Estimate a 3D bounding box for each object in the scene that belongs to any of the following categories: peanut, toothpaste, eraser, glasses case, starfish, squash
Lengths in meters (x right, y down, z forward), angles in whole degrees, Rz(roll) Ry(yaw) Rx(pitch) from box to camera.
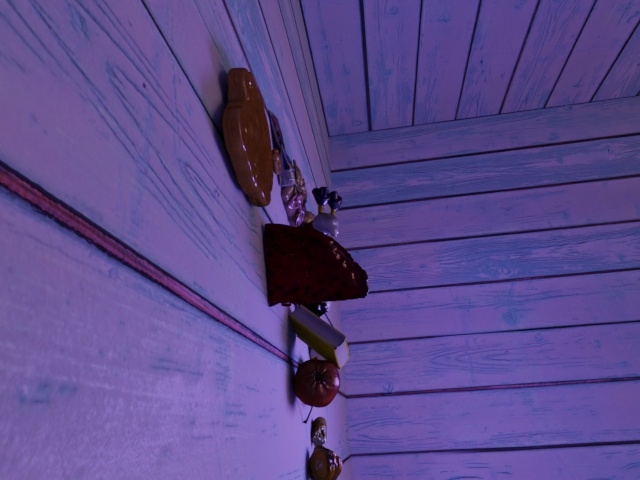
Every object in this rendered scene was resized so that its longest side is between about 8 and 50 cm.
[{"bbox_3d":[-0.058,-0.087,1.941,0.187,0.082,0.082,27,57,-81],"label":"peanut"},{"bbox_3d":[-0.141,-0.328,1.580,0.096,0.061,0.266,-36,113,-81],"label":"toothpaste"},{"bbox_3d":[-0.003,0.327,1.509,0.069,0.226,0.158,-43,143,-23],"label":"eraser"},{"bbox_3d":[-0.095,-0.125,1.675,0.193,0.070,0.102,77,11,-49],"label":"glasses case"},{"bbox_3d":[-0.096,-0.232,1.908,0.277,0.062,0.235,58,21,-66],"label":"starfish"},{"bbox_3d":[0.017,0.459,1.916,0.186,0.123,0.123,-68,151,-75],"label":"squash"}]

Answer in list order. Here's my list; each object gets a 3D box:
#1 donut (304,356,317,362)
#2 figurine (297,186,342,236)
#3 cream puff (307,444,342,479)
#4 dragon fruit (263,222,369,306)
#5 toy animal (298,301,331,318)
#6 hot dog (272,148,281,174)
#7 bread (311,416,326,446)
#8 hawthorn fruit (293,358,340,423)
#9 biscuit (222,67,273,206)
[{"bbox_3d":[-0.029,0.520,1.637,0.162,0.065,0.178,-97,179,-48],"label":"donut"},{"bbox_3d":[-0.001,-0.006,1.783,0.193,0.154,0.421,31,-71,49],"label":"figurine"},{"bbox_3d":[0.014,0.796,1.567,0.104,0.119,0.133,35,2,-33],"label":"cream puff"},{"bbox_3d":[-0.019,0.127,1.305,0.302,0.330,0.240,78,30,-56],"label":"dragon fruit"},{"bbox_3d":[-0.028,0.196,1.660,0.166,0.138,0.179,-122,-154,-65],"label":"toy animal"},{"bbox_3d":[-0.153,-0.261,1.456,0.133,0.041,0.056,88,-1,-70],"label":"hot dog"},{"bbox_3d":[-0.004,0.737,1.722,0.110,0.060,0.066,-80,178,-65],"label":"bread"},{"bbox_3d":[-0.014,0.521,1.495,0.165,0.165,0.285,-88,180,-51],"label":"hawthorn fruit"},{"bbox_3d":[-0.180,-0.260,1.111,0.351,0.057,0.312,65,19,-75],"label":"biscuit"}]
